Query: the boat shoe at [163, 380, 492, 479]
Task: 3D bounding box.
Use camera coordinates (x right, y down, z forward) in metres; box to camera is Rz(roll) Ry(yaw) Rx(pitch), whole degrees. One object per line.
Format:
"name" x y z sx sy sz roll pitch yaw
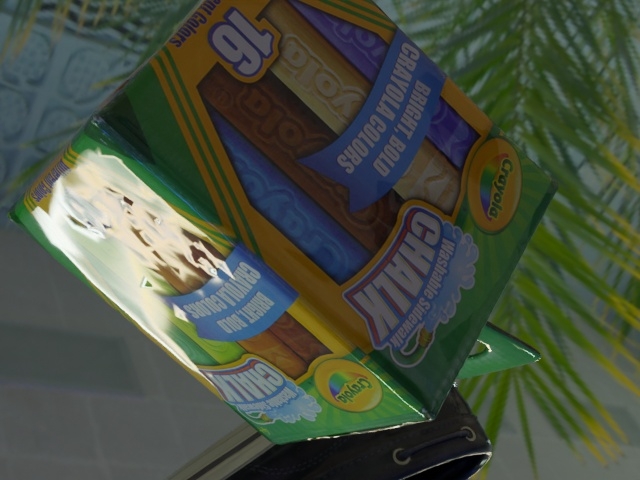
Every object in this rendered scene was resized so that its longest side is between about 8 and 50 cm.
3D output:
"boat shoe" -0.057 0.263 0.826 0.500 0.187 0.156 -35 -114 -22

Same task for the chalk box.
"chalk box" 0.000 0.000 0.591 0.289 0.180 0.179 43 -122 -12
